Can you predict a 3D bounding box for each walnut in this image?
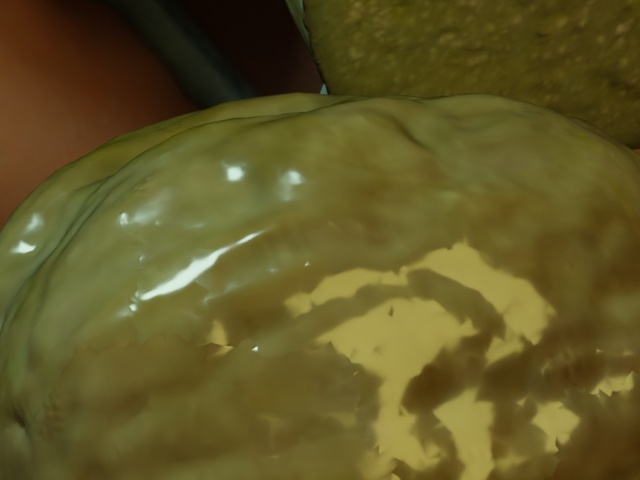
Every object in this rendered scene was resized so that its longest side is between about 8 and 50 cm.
[{"bbox_3d":[-0.002,0.075,0.590,0.344,0.306,0.306,-18,86,-32],"label":"walnut"}]

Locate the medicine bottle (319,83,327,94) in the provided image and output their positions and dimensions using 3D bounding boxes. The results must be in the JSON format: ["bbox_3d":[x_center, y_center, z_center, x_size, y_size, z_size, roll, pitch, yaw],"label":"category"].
[{"bbox_3d":[0.096,-0.059,0.845,0.203,0.083,0.083,18,65,-25],"label":"medicine bottle"}]

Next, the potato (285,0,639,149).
[{"bbox_3d":[0.123,-0.288,0.682,0.386,0.442,0.319,-15,58,-15],"label":"potato"}]
